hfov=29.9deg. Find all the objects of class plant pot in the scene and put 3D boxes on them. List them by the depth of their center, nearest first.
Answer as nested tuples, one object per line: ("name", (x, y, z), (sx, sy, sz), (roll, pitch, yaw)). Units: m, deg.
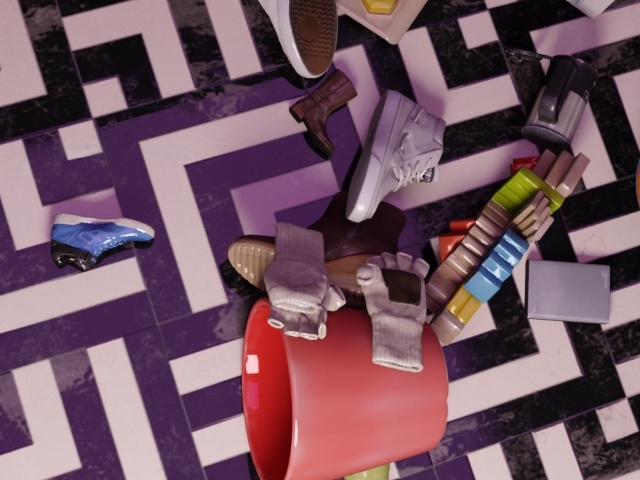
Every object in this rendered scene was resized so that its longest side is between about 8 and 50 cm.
("plant pot", (0.036, 0.214, 1.713), (0.243, 0.275, 0.275), (-1, 80, -19))
("plant pot", (0.071, 0.362, 1.777), (0.083, 0.083, 0.079), (-10, 94, -10))

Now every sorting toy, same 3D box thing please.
("sorting toy", (0.087, -0.447, 1.934), (0.208, 0.038, 0.193), (34, 77, -2))

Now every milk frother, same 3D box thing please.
("milk frother", (0.350, -0.234, 1.920), (0.143, 0.129, 0.135), (14, 74, 38))

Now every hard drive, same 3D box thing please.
("hard drive", (0.391, 0.082, 1.898), (0.135, 0.022, 0.094), (5, 79, -8))

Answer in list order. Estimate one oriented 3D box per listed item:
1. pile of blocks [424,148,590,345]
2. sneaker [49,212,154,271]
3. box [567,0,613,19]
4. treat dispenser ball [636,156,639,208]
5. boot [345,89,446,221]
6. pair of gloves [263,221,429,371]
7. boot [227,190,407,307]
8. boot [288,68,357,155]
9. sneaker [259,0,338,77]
("pile of blocks", (0.262, -0.016, 1.831), (0.112, 0.149, 0.362), (38, 77, -1))
("sneaker", (-0.325, 0.010, 1.778), (0.152, 0.058, 0.084), (6, 74, -4))
("box", (0.461, -0.457, 1.909), (0.103, 0.203, 0.114), (36, 77, -1))
("treat dispenser ball", (0.629, -0.090, 1.829), (0.288, 0.288, 0.288), (2, 80, -9))
("boot", (0.125, -0.115, 1.824), (0.123, 0.095, 0.258), (24, 54, -8))
("pair of gloves", (0.038, 0.069, 1.649), (0.240, 0.042, 0.204), (18, 42, -8))
("boot", (0.000, 0.000, 1.802), (0.248, 0.090, 0.207), (17, 42, 1))
("boot", (0.024, -0.203, 1.886), (0.114, 0.037, 0.106), (-39, 90, -18))
("sneaker", (-0.058, -0.396, 1.886), (0.106, 0.123, 0.290), (-23, 104, -37))
